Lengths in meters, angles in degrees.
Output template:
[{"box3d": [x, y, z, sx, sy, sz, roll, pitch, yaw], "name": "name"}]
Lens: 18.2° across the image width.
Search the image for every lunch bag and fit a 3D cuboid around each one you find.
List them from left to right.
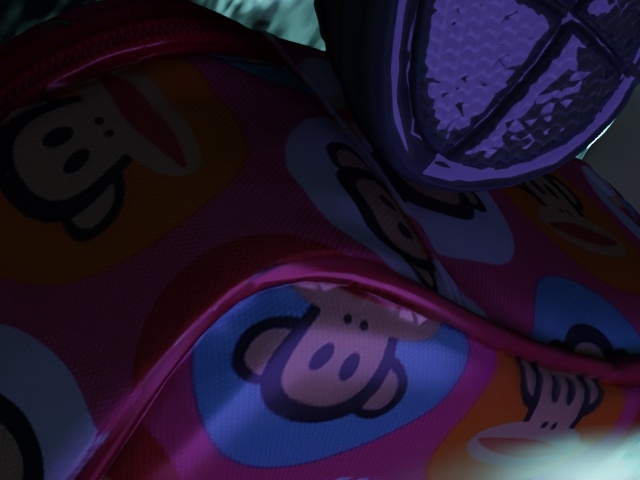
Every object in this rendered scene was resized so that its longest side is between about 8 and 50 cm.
[{"box3d": [-0.027, 0.084, 0.520, 0.258, 0.120, 0.293, -50, 148, 16], "name": "lunch bag"}]

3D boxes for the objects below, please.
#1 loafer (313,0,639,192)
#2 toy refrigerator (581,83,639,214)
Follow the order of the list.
[{"box3d": [0.044, -0.141, 0.378, 0.096, 0.084, 0.267, -1, 123, -30], "name": "loafer"}, {"box3d": [0.196, -0.069, 0.845, 0.102, 0.094, 0.269, -19, 147, -44], "name": "toy refrigerator"}]
